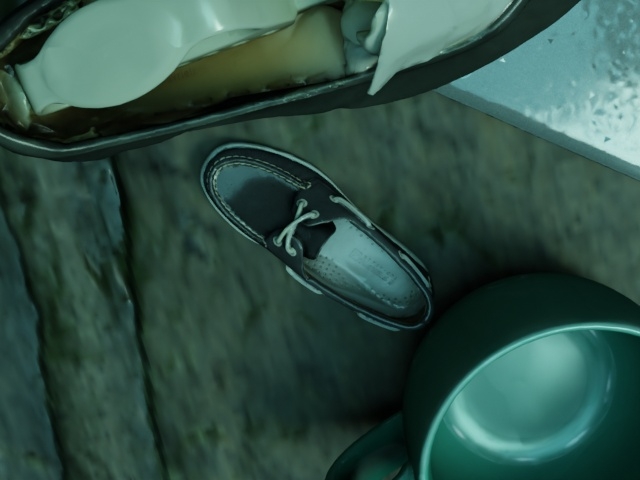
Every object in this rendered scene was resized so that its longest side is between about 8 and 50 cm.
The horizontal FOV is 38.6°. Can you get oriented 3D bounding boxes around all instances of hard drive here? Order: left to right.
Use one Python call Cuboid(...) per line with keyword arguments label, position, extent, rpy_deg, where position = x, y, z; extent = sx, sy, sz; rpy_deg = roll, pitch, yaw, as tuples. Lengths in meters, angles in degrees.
Cuboid(label="hard drive", position=(0.127, -0.085, 0.406), extent=(0.135, 0.022, 0.094), rpy_deg=(22, 103, -8))

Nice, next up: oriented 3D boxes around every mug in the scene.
Cuboid(label="mug", position=(0.089, 0.077, 0.410), extent=(0.158, 0.097, 0.129), rpy_deg=(14, 105, -6))

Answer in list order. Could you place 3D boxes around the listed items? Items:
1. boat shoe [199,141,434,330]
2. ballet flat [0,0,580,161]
Cuboid(label="boat shoe", position=(0.000, 0.000, 0.415), extent=(0.125, 0.038, 0.046), rpy_deg=(38, 100, -12))
Cuboid(label="ballet flat", position=(-0.007, -0.087, 0.347), extent=(0.281, 0.096, 0.095), rpy_deg=(-20, 101, 9))
